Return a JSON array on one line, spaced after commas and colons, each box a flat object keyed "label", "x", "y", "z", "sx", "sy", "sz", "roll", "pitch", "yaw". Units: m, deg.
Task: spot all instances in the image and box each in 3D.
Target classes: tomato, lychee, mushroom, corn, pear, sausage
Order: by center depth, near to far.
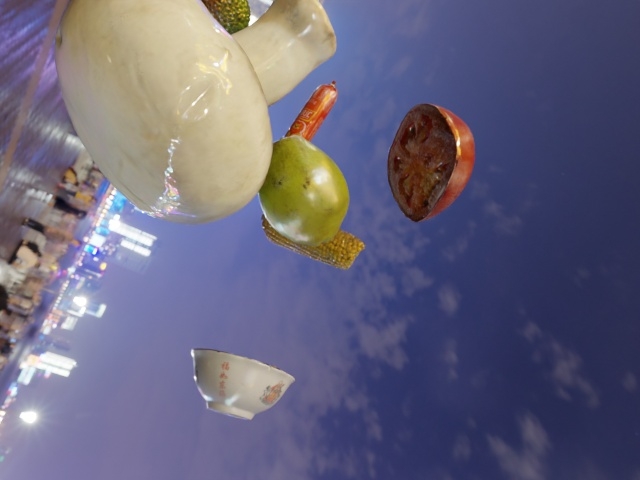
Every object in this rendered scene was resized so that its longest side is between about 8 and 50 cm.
[{"label": "mushroom", "x": -0.166, "y": -0.180, "z": 0.618, "sx": 0.356, "sy": 0.315, "sz": 0.315, "roll": -27, "pitch": -142, "yaw": 26}, {"label": "lychee", "x": -0.204, "y": -0.468, "z": 0.995, "sx": 0.114, "sy": 0.146, "sz": 0.114, "roll": -44, "pitch": -159, "yaw": 22}, {"label": "pear", "x": -0.044, "y": -0.116, "z": 1.188, "sx": 0.212, "sy": 0.212, "sz": 0.269, "roll": -6, "pitch": -77, "yaw": 64}, {"label": "sausage", "x": -0.030, "y": -0.342, "z": 1.434, "sx": 0.274, "sy": 0.074, "sz": 0.074, "roll": -58, "pitch": -159, "yaw": -10}, {"label": "tomato", "x": 0.335, "y": -0.228, "z": 1.465, "sx": 0.338, "sy": 0.144, "sz": 0.338, "roll": 1, "pitch": -89, "yaw": 64}, {"label": "corn", "x": -0.035, "y": -0.010, "z": 1.694, "sx": 0.387, "sy": 0.144, "sz": 0.143, "roll": 26, "pitch": -91, "yaw": 25}]

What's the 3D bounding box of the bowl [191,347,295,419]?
[{"label": "bowl", "x": -0.263, "y": 0.465, "z": 1.575, "sx": 0.345, "sy": 0.346, "sz": 0.157, "roll": -26, "pitch": -137, "yaw": 56}]
